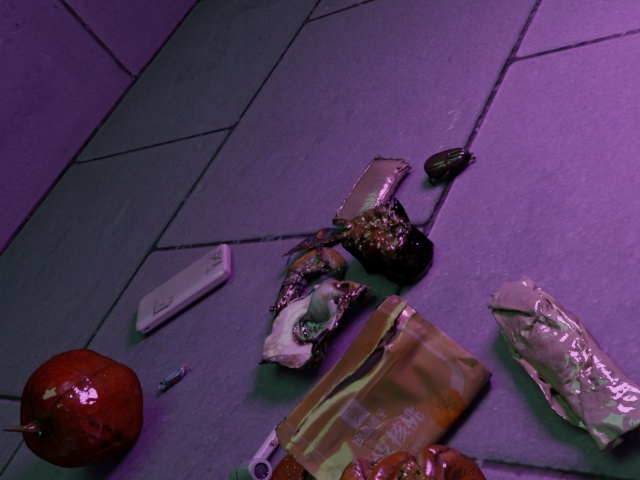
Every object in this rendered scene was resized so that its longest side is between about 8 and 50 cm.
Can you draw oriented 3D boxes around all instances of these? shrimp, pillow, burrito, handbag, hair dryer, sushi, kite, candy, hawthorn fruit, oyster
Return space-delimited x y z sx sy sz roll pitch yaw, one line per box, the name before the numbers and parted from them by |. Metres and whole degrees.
shrimp | -0.024 0.092 1.903 0.150 0.051 0.217 -3 43 37
pillow | 0.113 -0.106 1.992 0.119 0.053 0.208 6 54 47
burrito | 0.355 0.171 1.346 0.117 0.076 0.392 -40 31 5
handbag | 0.268 -0.161 1.894 0.111 0.047 0.072 -24 30 27
hair dryer | -0.098 0.380 1.615 0.082 0.047 0.137 -30 16 52
sushi | 0.134 -0.006 1.782 0.147 0.115 0.212 -46 30 -6
kite | 0.000 0.000 1.991 0.183 0.010 0.160 -18 21 10
candy | -0.324 0.301 1.997 0.083 0.020 0.030 -40 34 0
hawthorn fruit | -0.496 0.354 1.895 0.258 0.258 0.262 -39 8 5
oyster | -0.018 0.169 1.764 0.223 0.083 0.214 -14 37 47

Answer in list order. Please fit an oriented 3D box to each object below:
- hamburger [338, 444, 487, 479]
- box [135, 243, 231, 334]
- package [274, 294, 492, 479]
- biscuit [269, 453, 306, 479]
hamburger | 0.112 0.405 1.188 0.211 0.245 0.260 -12 79 27
box | -0.337 0.119 2.224 0.285 0.044 0.142 -34 29 13
package | 0.084 0.254 1.459 0.311 0.165 0.221 -47 31 -7
biscuit | -0.054 0.408 1.564 0.091 0.015 0.078 -51 33 -15
